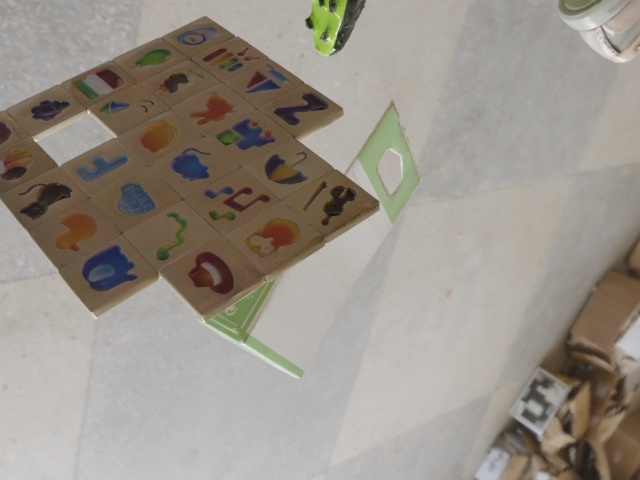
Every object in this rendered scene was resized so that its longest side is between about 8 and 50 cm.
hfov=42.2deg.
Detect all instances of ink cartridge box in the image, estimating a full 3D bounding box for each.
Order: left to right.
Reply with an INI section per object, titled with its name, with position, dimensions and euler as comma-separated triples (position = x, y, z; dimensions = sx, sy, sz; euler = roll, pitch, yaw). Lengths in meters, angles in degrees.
[ink cartridge box]
position = 0.000, 0.000, 0.742
dimensions = 0.235, 0.056, 0.171
euler = -60, 157, -9

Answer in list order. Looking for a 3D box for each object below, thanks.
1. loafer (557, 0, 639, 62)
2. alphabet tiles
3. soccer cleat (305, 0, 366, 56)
[loafer]
position = 0.153, -0.127, 0.336
dimensions = 0.039, 0.045, 0.125
euler = 36, 108, -29
[alphabet tiles]
position = -0.086, -0.051, 0.498
dimensions = 0.198, 0.237, 0.009
euler = -32, 141, -23
[soccer cleat]
position = 0.038, -0.230, 0.667
dimensions = 0.072, 0.060, 0.178
euler = -4, 127, -30
